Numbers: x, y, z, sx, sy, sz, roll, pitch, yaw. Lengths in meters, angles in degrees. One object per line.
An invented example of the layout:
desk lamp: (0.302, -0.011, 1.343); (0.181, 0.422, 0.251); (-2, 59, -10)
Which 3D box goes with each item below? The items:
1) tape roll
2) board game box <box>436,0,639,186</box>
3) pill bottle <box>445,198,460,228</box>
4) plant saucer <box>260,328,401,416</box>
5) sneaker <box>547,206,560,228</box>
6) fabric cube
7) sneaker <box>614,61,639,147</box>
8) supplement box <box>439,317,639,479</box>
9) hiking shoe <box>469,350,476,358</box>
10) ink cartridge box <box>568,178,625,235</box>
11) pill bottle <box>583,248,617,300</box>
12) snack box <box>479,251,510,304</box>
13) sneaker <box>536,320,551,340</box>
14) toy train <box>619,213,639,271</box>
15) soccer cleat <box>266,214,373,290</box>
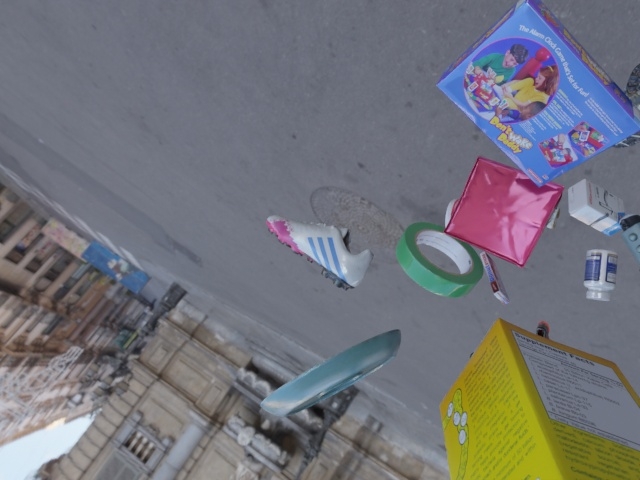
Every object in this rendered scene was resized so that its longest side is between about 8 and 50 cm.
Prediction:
tape roll: (0.438, 0.064, 1.628); (0.321, 0.321, 0.077); (31, 129, 9)
board game box: (0.459, -0.304, 0.944); (0.347, 0.078, 0.233); (40, 139, -11)
pill bottle: (0.727, -0.087, 1.931); (0.318, 0.176, 0.176); (7, 147, 36)
plant saucer: (0.033, 0.275, 0.889); (0.044, 0.317, 0.318); (61, 168, 20)
sneaker: (0.832, -0.084, 1.587); (0.036, 0.083, 0.032); (18, 170, 46)
fabric cube: (0.571, -0.085, 1.373); (0.254, 0.259, 0.258); (28, -167, 23)
sneaker: (0.821, -0.360, 1.127); (0.110, 0.122, 0.283); (34, 155, 22)
supplement box: (0.286, 0.295, 0.518); (0.194, 0.357, 0.195); (21, 116, -2)
hiking shoe: (0.629, 0.479, 1.687); (0.132, 0.113, 0.304); (11, 173, 33)
ink cartridge box: (1.108, -0.134, 1.772); (0.203, 0.148, 0.086); (25, 146, -11)
pill bottle: (0.693, 0.086, 1.093); (0.066, 0.120, 0.067); (10, 172, 1)
snack box: (0.530, 0.112, 1.344); (0.022, 0.178, 0.064); (-35, 119, 27)
sneaker: (0.895, 0.408, 1.780); (0.061, 0.064, 0.158); (-8, 101, 48)
toy train: (1.201, 0.042, 1.568); (0.190, 0.334, 0.142); (4, 145, -21)
soccer cleat: (0.000, 0.000, 1.219); (0.331, 0.143, 0.116); (36, 180, 22)
